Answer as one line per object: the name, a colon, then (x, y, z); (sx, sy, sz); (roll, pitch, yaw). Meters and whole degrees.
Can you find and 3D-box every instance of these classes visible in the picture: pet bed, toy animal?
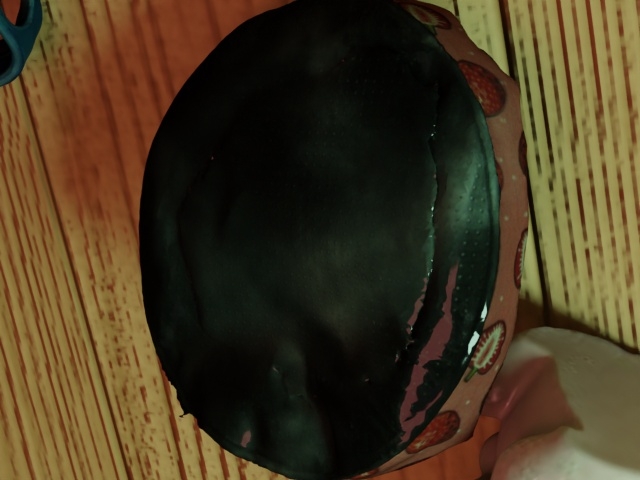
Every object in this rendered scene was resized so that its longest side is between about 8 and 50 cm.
pet bed: (0.000, 0.000, 0.654); (0.201, 0.053, 0.201); (-3, 86, 42)
toy animal: (0.090, 0.146, 0.683); (0.124, 0.124, 0.212); (26, 123, 17)

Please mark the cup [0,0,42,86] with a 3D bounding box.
cup: (-0.217, -0.116, 0.735); (0.176, 0.131, 0.155); (34, 138, -22)
